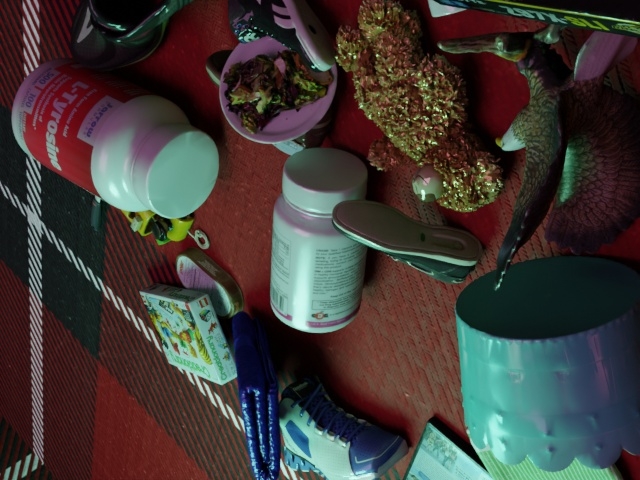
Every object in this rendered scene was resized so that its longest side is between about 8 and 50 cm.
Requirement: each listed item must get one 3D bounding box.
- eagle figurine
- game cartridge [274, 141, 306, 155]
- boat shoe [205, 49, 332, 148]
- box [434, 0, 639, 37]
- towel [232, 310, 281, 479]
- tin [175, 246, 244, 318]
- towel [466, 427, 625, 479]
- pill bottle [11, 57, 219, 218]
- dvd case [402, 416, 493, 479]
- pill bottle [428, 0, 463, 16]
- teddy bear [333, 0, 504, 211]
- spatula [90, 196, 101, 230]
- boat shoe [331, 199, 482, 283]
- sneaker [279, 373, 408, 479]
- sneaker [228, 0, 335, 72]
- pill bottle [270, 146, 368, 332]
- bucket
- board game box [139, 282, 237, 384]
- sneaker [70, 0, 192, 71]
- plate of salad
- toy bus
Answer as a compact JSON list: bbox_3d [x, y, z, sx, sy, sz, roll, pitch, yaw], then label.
[{"bbox_3d":[0.282,-0.112,1.081,0.226,0.225,0.298,-14,88,8],"label":"eagle figurine"},{"bbox_3d":[-0.056,-0.178,1.556,0.083,0.017,0.056,30,130,32],"label":"game cartridge"},{"bbox_3d":[-0.094,-0.229,1.505,0.257,0.095,0.095,35,142,27],"label":"boat shoe"},{"bbox_3d":[0.270,-0.359,0.939,0.322,0.079,0.257,23,100,37],"label":"box"},{"bbox_3d":[-0.118,0.299,1.760,0.308,0.076,0.228,-110,11,-67],"label":"towel"},{"bbox_3d":[-0.240,0.091,1.918,0.189,0.040,0.106,38,133,25],"label":"tin"},{"bbox_3d":[0.392,0.420,1.423,0.248,0.038,0.325,-20,103,51],"label":"towel"},{"bbox_3d":[-0.396,-0.195,1.745,0.407,0.229,0.229,27,132,34],"label":"pill bottle"},{"bbox_3d":[0.237,0.456,1.645,0.180,0.022,0.253,39,138,25],"label":"dvd case"},{"bbox_3d":[0.152,-0.384,1.117,0.108,0.108,0.194,1,115,47],"label":"pill bottle"},{"bbox_3d":[0.126,-0.182,1.279,0.245,0.113,0.338,-7,108,52],"label":"teddy bear"},{"bbox_3d":[-0.508,-0.111,2.081,0.084,0.030,0.296,48,141,15],"label":"spatula"},{"bbox_3d":[0.123,0.006,1.364,0.233,0.084,0.079,18,142,-2],"label":"boat shoe"},{"bbox_3d":[0.005,0.363,1.753,0.315,0.127,0.182,-5,112,51],"label":"sneaker"},{"bbox_3d":[-0.068,-0.322,1.386,0.121,0.079,0.217,-37,70,26],"label":"sneaker"},{"bbox_3d":[0.000,0.000,1.494,0.160,0.160,0.283,31,134,31],"label":"pill bottle"},{"bbox_3d":[0.309,0.148,1.173,0.281,0.281,0.183,8,119,45],"label":"bucket"},{"bbox_3d":[-0.295,0.200,1.988,0.305,0.053,0.193,3,116,60],"label":"board game box"},{"bbox_3d":[-0.340,-0.426,1.552,0.482,0.202,0.185,-24,95,52],"label":"sneaker"},{"bbox_3d":[-0.071,-0.251,1.412,0.199,0.048,0.200,-3,80,18],"label":"plate of salad"},{"bbox_3d":[-0.353,-0.059,1.887,0.202,0.104,0.191,10,121,44],"label":"toy bus"}]
